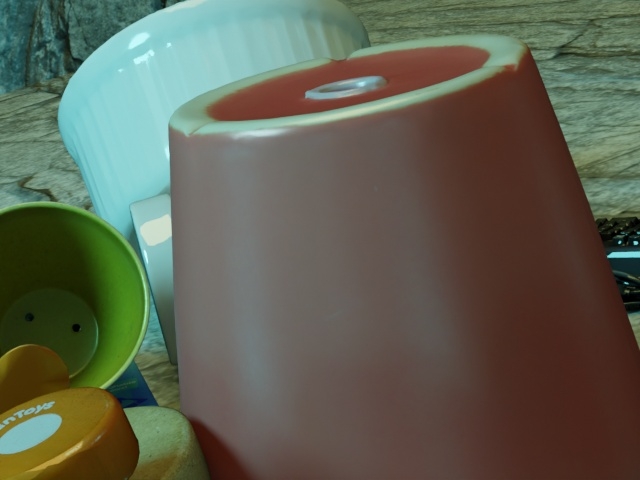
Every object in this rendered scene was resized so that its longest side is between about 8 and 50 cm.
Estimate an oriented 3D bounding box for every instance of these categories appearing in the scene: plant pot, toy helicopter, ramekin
[{"bbox_3d":[-0.179,0.053,0.956,0.134,0.134,0.095,-16,-15,-12],"label":"plant pot"},{"bbox_3d":[0.038,0.027,0.805,0.275,0.243,0.275,-12,15,3],"label":"plant pot"},{"bbox_3d":[-0.225,0.168,0.735,0.355,0.140,0.235,-23,20,-2],"label":"toy helicopter"},{"bbox_3d":[-0.071,-0.075,1.240,0.277,0.135,0.277,-15,-26,-8],"label":"ramekin"}]

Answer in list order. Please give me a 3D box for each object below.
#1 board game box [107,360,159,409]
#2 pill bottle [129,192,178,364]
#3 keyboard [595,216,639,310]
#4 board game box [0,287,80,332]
[{"bbox_3d":[-0.186,0.133,0.970,0.160,0.047,0.210,-16,15,-13],"label":"board game box"},{"bbox_3d":[0.000,0.000,1.100,0.265,0.153,0.153,-15,15,-9],"label":"pill bottle"},{"bbox_3d":[0.304,0.007,1.070,0.317,0.033,0.201,-3,18,32],"label":"keyboard"},{"bbox_3d":[-0.239,0.077,1.090,0.126,0.026,0.186,-19,-13,-22],"label":"board game box"}]
